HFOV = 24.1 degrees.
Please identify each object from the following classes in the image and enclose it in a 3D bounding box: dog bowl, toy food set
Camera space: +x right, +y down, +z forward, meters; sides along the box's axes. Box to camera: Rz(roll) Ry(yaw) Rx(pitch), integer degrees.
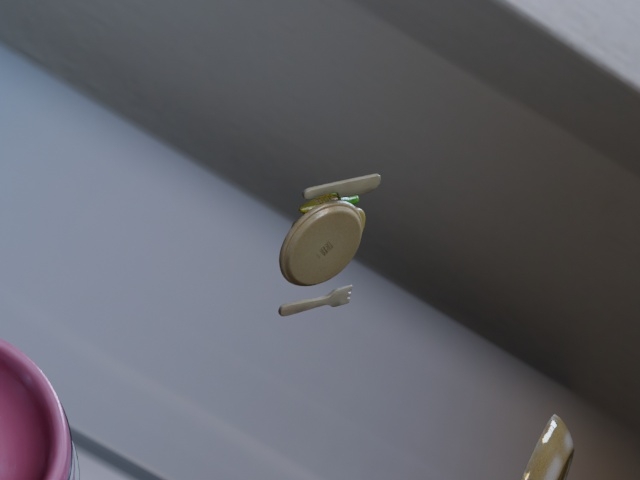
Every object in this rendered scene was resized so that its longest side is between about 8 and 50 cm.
[{"bbox_3d":[-0.516,0.290,2.010,0.150,0.408,0.408,117,-3,-53],"label":"dog bowl"},{"bbox_3d":[0.000,0.000,1.852,0.038,0.132,0.192,42,-49,40],"label":"toy food set"}]

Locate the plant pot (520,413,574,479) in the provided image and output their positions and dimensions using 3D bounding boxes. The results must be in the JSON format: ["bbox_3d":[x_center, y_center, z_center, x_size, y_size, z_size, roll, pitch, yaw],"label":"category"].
[{"bbox_3d":[0.200,0.284,1.467,0.236,0.032,0.236,22,90,-76],"label":"plant pot"}]
